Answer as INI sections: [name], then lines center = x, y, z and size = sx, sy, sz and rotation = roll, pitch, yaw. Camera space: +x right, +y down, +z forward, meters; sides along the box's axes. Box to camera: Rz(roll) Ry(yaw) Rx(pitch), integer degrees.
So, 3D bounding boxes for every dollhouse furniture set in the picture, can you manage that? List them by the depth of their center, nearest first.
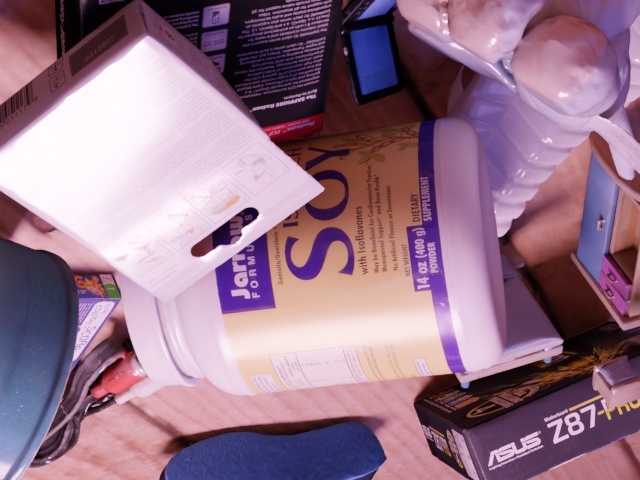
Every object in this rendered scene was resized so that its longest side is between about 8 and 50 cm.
[dollhouse furniture set]
center = 0.246, 0.043, 1.558
size = 0.303, 0.286, 0.198
rotation = -14, 132, -13

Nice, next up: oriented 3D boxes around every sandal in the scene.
[sandal]
center = 0.207, -0.156, 1.411
size = 0.169, 0.102, 0.416
rotation = 25, 119, -30

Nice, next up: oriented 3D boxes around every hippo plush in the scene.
[hippo plush]
center = 0.233, -0.221, 1.171
size = 0.237, 0.294, 0.234
rotation = -57, -175, 3

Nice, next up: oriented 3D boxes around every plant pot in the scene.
[plant pot]
center = -0.394, 0.089, 1.224
size = 0.255, 0.272, 0.271
rotation = 27, 122, -34

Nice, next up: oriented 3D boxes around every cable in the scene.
[cable]
center = -0.260, 0.193, 1.595
size = 0.287, 0.072, 0.139
rotation = -43, 160, 22

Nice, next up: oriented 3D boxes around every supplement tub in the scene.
[supplement tub]
center = -0.002, 0.020, 1.325
size = 0.331, 0.241, 0.241
rotation = -7, 148, 10

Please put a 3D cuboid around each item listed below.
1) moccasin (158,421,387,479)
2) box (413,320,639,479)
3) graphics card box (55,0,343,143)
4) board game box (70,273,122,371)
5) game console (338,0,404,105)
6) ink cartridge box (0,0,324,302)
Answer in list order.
[moccasin]
center = -0.065, 0.333, 1.876
size = 0.342, 0.138, 0.117
rotation = 1, 143, -33
[box]
center = 0.305, 0.204, 1.801
size = 0.318, 0.097, 0.395
rotation = -20, 179, -4
[graphics card box]
center = -0.096, -0.216, 1.129
size = 0.232, 0.094, 0.371
rotation = -13, 146, -17
[board game box]
center = -0.314, 0.111, 1.484
size = 0.136, 0.035, 0.201
rotation = 3, 138, -42
[game console]
center = 0.066, -0.188, 1.249
size = 0.107, 0.071, 0.122
rotation = -45, 173, 26
[ink cartridge box]
center = -0.140, -0.066, 1.146
size = 0.189, 0.066, 0.232
rotation = -35, 138, 18
